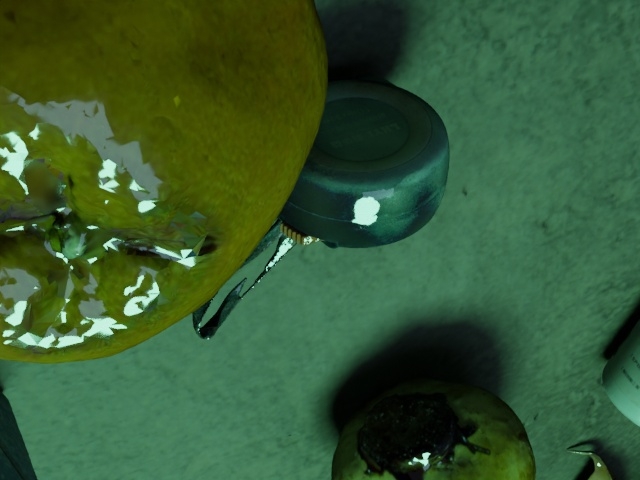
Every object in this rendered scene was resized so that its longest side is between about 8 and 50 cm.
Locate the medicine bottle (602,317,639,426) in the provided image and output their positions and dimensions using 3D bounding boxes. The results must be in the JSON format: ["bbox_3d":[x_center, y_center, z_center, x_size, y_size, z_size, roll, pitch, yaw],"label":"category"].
[{"bbox_3d":[0.274,0.075,1.037,0.080,0.080,0.130,5,127,-36],"label":"medicine bottle"}]

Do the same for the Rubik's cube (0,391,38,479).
[{"bbox_3d":[-0.262,0.162,0.689,0.207,0.205,0.205,-34,141,1],"label":"Rubik's cube"}]

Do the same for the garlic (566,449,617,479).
[{"bbox_3d":[0.219,0.283,1.206,0.206,0.128,0.115,-54,158,16],"label":"garlic"}]

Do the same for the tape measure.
[{"bbox_3d":[0.003,0.000,0.768,0.104,0.107,0.180,-6,131,-32],"label":"tape measure"}]

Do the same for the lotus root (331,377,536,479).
[{"bbox_3d":[0.087,0.169,0.988,0.138,0.138,0.214,-35,151,4],"label":"lotus root"}]

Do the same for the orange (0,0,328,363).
[{"bbox_3d":[-0.108,-0.061,0.576,0.249,0.183,0.249,-18,140,-15],"label":"orange"}]
